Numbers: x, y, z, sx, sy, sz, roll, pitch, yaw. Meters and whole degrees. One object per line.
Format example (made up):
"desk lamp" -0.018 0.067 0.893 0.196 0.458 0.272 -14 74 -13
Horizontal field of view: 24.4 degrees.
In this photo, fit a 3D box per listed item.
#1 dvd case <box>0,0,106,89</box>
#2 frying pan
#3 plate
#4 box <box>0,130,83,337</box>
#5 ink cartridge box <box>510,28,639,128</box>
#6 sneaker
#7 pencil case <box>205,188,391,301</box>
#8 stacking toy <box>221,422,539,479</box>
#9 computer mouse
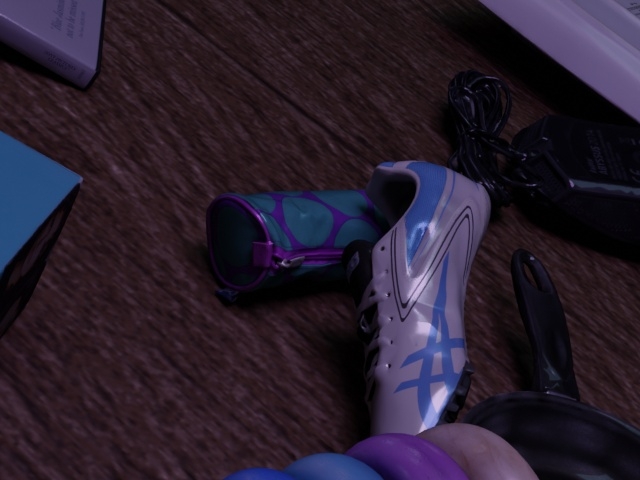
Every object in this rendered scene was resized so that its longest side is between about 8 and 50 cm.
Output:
"dvd case" -0.263 -0.218 1.047 0.253 0.022 0.180 29 28 -24
"frying pan" 0.131 0.122 0.879 0.197 0.053 0.326 2 37 -36
"plate" 0.299 -0.202 1.403 0.278 0.045 0.277 42 34 21
"box" -0.195 0.045 0.686 0.060 0.100 0.244 29 31 -2
"ink cartridge box" 0.324 -0.193 1.504 0.189 0.066 0.232 41 37 20
"sneaker" 0.048 0.051 0.865 0.086 0.085 0.237 13 49 -2
"pencil case" 0.000 0.000 0.943 0.151 0.065 0.070 -4 30 -42
"stacking toy" -0.063 0.152 0.617 0.330 0.141 0.141 2 39 -29
"computer mouse" 0.228 -0.047 1.202 0.272 0.072 0.188 11 35 -5
